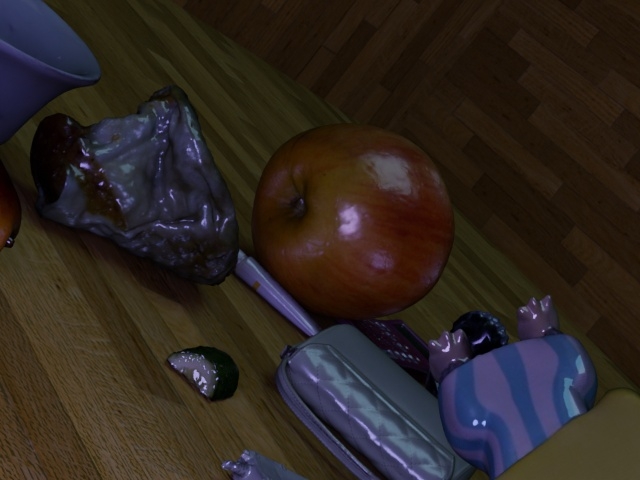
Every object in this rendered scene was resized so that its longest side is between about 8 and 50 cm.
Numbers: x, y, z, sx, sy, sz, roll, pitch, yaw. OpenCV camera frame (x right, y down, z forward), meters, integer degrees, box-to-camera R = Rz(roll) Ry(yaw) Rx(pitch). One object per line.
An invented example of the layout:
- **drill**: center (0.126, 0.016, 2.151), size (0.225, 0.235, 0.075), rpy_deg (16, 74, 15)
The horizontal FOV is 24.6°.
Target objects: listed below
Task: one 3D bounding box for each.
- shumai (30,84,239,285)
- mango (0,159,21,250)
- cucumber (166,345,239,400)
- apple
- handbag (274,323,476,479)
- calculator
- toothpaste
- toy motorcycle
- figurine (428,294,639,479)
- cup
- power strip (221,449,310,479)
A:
- **shumai**: center (-0.216, -0.043, 1.669), size (0.222, 0.204, 0.271), rpy_deg (-126, -164, -49)
- **mango**: center (-0.362, -0.078, 1.315), size (0.267, 0.111, 0.133), rpy_deg (40, 21, 34)
- **cucumber**: center (-0.108, 0.127, 1.495), size (0.067, 0.035, 0.107), rpy_deg (39, 9, 11)
- **apple**: center (0.040, -0.029, 1.980), size (0.233, 0.286, 0.286), rpy_deg (15, 24, -44)
- **handbag**: center (0.055, 0.205, 1.625), size (0.256, 0.079, 0.219), rpy_deg (41, 22, 14)
- **calculator**: center (0.104, 0.152, 2.098), size (0.190, 0.034, 0.126), rpy_deg (15, 26, -52)
- **toothpaste**: center (-0.052, 0.077, 1.907), size (0.190, 0.031, 0.048), rpy_deg (43, 8, 7)
- **toy motorcycle**: center (0.240, 0.232, 1.980), size (0.270, 0.159, 0.106), rpy_deg (57, 24, 10)
- **figurine**: center (0.255, 0.317, 1.493), size (0.377, 0.266, 0.361), rpy_deg (79, -9, -46)
- **cup**: center (-0.420, -0.217, 1.555), size (0.347, 0.163, 0.347), rpy_deg (37, 10, -8)
- **power strip**: center (-0.019, 0.236, 1.341), size (0.191, 0.030, 0.047), rpy_deg (31, 14, -35)
